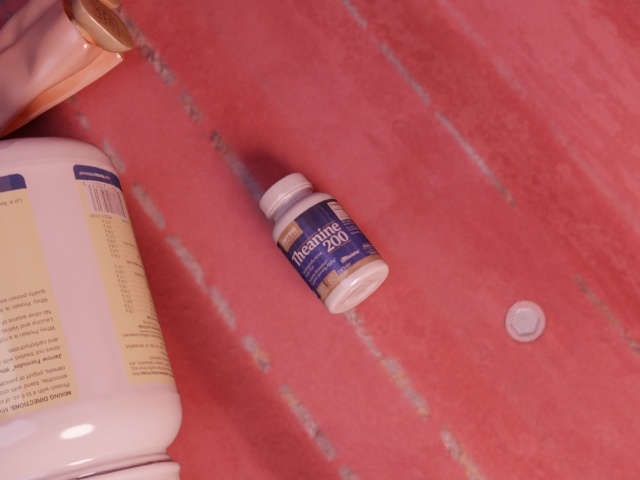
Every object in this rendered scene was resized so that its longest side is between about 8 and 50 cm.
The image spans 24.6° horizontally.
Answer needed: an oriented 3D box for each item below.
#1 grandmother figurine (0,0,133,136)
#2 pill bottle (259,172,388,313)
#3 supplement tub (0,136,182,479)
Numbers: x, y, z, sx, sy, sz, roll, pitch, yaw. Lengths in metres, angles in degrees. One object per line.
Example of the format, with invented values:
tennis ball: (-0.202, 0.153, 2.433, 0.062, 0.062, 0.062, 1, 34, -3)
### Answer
grandmother figurine: (-0.333, -0.119, 1.410, 0.342, 0.104, 0.208, -36, 37, 17)
pill bottle: (0.000, 0.000, 1.289, 0.067, 0.067, 0.120, -42, 72, 11)
supplement tub: (-0.256, 0.097, 1.282, 0.235, 0.235, 0.325, -20, 77, 17)
